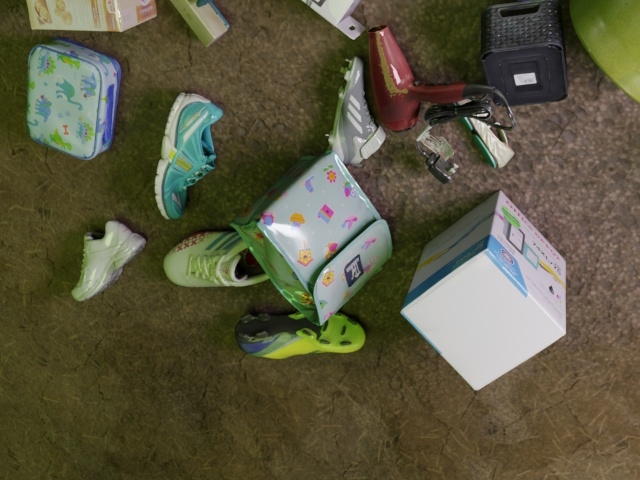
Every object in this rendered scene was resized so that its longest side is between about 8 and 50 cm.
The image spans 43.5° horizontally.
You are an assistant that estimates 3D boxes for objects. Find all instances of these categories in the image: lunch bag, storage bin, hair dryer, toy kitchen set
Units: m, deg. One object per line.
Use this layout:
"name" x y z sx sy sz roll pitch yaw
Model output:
"lunch bag" -0.495 -0.281 1.614 0.176 0.090 0.219 19 120 10
"storage bin" 0.327 -0.294 1.282 0.122 0.084 0.180 -3 159 19
"hair dryer" 0.186 -0.257 1.382 0.293 0.080 0.223 43 137 1
"toy kitchen set" -0.150 -0.467 1.428 0.122 0.166 0.207 53 155 -11
"lunch bag" 0.000 0.000 1.506 0.262 0.223 0.160 54 155 -17

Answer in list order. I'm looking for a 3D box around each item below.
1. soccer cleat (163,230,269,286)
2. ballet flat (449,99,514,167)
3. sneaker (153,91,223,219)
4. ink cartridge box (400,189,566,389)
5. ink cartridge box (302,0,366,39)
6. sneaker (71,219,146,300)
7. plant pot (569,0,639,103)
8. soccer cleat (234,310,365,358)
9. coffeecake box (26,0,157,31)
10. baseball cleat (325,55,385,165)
"soccer cleat" -0.202 0.042 1.647 0.331 0.143 0.116 -13 111 24
"ballet flat" 0.286 -0.206 1.426 0.052 0.057 0.168 -37 105 1
"sneaker" -0.264 -0.156 1.599 0.110 0.107 0.275 17 120 -1
"ink cartridge box" 0.298 0.080 1.429 0.198 0.270 0.197 46 118 -7
"ink cartridge box" 0.013 -0.428 1.367 0.180 0.104 0.060 37 120 -3
"sneaker" -0.490 0.039 1.784 0.115 0.090 0.232 46 111 0
"plant pot" 0.554 -0.369 1.105 0.366 0.366 0.353 42 132 -5
"soccer cleat" -0.041 0.207 1.725 0.289 0.093 0.121 0 146 14
"coffeecake box" -0.420 -0.435 1.483 0.185 0.142 0.068 6 118 16
"baseball cleat" 0.074 -0.235 1.474 0.109 0.072 0.206 12 124 -3
